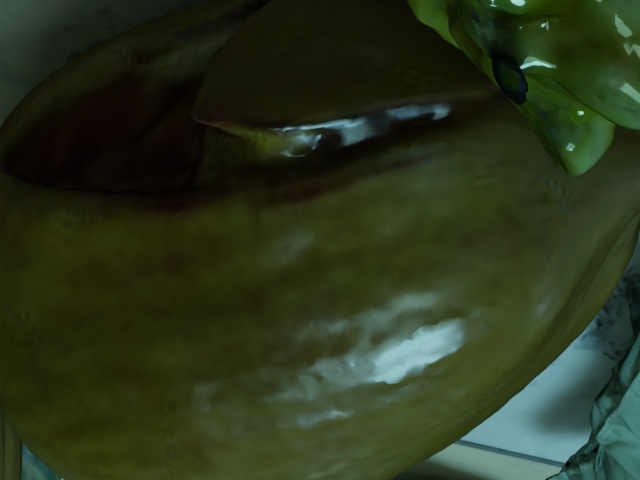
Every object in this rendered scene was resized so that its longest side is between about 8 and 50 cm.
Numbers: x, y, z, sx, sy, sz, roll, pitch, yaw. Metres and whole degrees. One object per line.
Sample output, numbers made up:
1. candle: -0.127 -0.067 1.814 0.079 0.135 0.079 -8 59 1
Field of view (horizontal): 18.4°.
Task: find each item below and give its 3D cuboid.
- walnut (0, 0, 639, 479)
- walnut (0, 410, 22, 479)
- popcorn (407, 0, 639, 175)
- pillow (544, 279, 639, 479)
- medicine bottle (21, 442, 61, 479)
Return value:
1. walnut: 0.000 0.000 0.747 0.298 0.203 0.203 -13 143 25
2. walnut: -0.224 0.071 0.827 0.195 0.221 0.195 -17 166 -4
3. popcorn: 0.089 -0.121 0.578 0.169 0.189 0.218 -35 167 -16
4. pillow: 0.271 0.089 0.930 0.310 0.138 0.283 7 153 -7
5. medicine bottle: -0.256 0.275 0.951 0.236 0.406 0.235 0 144 0
